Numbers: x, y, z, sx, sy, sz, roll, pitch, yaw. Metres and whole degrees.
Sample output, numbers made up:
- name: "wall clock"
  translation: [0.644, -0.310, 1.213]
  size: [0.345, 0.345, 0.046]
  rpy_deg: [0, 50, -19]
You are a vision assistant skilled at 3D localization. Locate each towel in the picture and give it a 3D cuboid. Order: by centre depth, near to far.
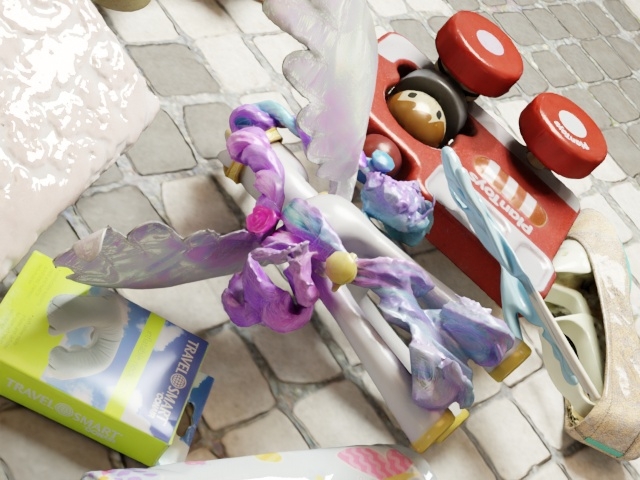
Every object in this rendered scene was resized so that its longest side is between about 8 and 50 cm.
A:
- name: "towel"
  translation: [-0.288, -0.129, 0.729]
  size: [0.317, 0.053, 0.332]
  rpy_deg: [59, 44, -25]

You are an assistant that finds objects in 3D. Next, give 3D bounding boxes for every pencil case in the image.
- name: "pencil case"
  translation: [-0.040, 0.211, 0.704]
  size: [0.273, 0.113, 0.124]
  rpy_deg: [4, 72, -35]

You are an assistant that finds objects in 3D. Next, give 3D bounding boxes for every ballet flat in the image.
- name: "ballet flat"
  translation: [0.277, 0.079, 1.071]
  size: [0.106, 0.108, 0.316]
  rpy_deg: [13, 45, -18]

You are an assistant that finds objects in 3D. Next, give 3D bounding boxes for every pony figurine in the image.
- name: "pony figurine"
  translation: [0.000, 0.000, 0.826]
  size: [0.363, 0.303, 0.351]
  rpy_deg: [48, 3, 14]

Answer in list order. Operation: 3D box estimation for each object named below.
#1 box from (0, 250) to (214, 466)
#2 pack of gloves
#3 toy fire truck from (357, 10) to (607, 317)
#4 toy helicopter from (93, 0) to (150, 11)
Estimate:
- name: "box"
  translation: [-0.165, 0.095, 0.771]
  size: [0.178, 0.042, 0.109]
  rpy_deg: [29, 42, -11]
- name: "pack of gloves"
  translation: [0.151, 0.033, 0.855]
  size: [0.232, 0.046, 0.195]
  rpy_deg: [61, 9, 8]
- name: "toy fire truck"
  translation: [0.143, -0.086, 1.051]
  size: [0.302, 0.169, 0.254]
  rpy_deg: [44, 37, 0]
- name: "toy helicopter"
  translation: [-0.153, -0.349, 1.118]
  size: [0.235, 0.140, 0.355]
  rpy_deg: [40, 43, 4]
